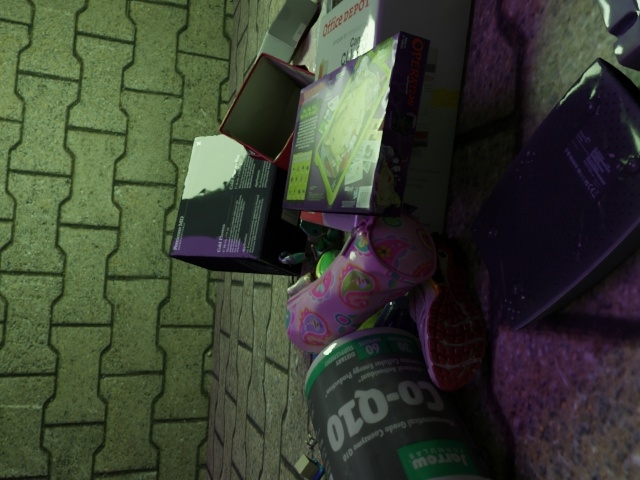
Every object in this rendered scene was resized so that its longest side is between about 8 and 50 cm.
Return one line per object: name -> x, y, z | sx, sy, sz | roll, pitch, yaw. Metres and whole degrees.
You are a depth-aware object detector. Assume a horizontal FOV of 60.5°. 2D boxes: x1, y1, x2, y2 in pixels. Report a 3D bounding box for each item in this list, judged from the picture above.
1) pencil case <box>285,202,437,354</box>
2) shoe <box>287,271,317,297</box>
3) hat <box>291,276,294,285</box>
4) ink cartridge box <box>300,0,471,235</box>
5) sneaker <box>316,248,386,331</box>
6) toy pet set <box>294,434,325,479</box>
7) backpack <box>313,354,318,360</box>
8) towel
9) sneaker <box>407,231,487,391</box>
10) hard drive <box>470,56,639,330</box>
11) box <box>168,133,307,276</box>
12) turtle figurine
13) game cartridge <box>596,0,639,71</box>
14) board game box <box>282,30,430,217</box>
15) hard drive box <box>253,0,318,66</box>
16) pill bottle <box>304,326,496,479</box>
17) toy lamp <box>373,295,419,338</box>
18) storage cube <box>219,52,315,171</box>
pencil case -> 0.049, 0.065, 0.807 | 0.284, 0.124, 0.124 | -50, 39, 47
shoe -> -0.009, 0.127, 1.154 | 0.077, 0.058, 0.219 | 61, -176, 31
hat -> -0.062, -0.019, 1.557 | 0.208, 0.183, 0.173 | -36, 49, 8
ink cartridge box -> 0.093, -0.209, 0.932 | 0.279, 0.160, 0.385 | -160, 76, -70
sneaker -> 0.075, 0.084, 1.059 | 0.124, 0.109, 0.295 | -51, 22, 9
toy pet set -> 0.005, 0.495, 1.240 | 0.114, 0.065, 0.122 | -52, 21, -8
backpack -> 0.036, 0.213, 1.112 | 0.101, 0.097, 0.120 | -134, 51, -60
towel -> -0.014, -0.423, 1.464 | 0.317, 0.053, 0.332 | 140, 132, -65
sneaker -> 0.173, 0.104, 0.778 | 0.093, 0.087, 0.225 | 115, 162, -54
hard drive -> 0.260, -0.036, 0.575 | 0.255, 0.054, 0.172 | 114, 153, -46
box -> -0.194, -0.096, 1.429 | 0.312, 0.179, 0.344 | 2, 75, 33
turtle figurine -> 0.000, 0.000, 1.247 | 0.175, 0.118, 0.234 | -49, -9, -23
game cartridge -> 0.317, -0.361, 0.476 | 0.230, 0.068, 0.355 | 136, 135, -57
board game box -> 0.030, -0.140, 0.772 | 0.347, 0.056, 0.208 | -167, 82, -69
hard drive box -> -0.112, -0.582, 1.620 | 0.181, 0.089, 0.232 | -65, 10, -23
pill bottle -> 0.111, 0.304, 0.713 | 0.361, 0.204, 0.204 | -113, 33, -52
toy lamp -> 0.109, 0.221, 0.929 | 0.080, 0.080, 0.275 | -123, 40, -60
storage cube -> -0.057, -0.247, 1.166 | 0.183, 0.193, 0.215 | 32, 94, 31
